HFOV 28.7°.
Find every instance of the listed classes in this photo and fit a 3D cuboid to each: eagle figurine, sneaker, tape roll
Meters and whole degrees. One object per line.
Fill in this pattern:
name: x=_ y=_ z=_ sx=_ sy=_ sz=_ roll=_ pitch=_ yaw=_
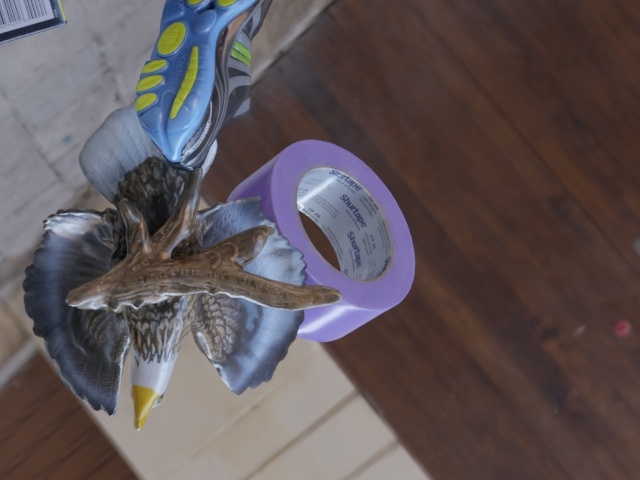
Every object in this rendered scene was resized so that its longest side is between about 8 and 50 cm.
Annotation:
eagle figurine: x=-0.128 y=0.046 z=1.017 sx=0.225 sy=0.226 sz=0.298 roll=-49 pitch=179 yaw=-10
sneaker: x=-0.078 y=-0.127 z=0.875 sx=0.078 sy=0.067 sz=0.188 roll=79 pitch=24 yaw=-51
tape roll: x=0.000 y=0.000 z=1.245 sx=0.080 sy=0.189 sz=0.189 roll=-35 pitch=179 yaw=39

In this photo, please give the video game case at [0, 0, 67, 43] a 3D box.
video game case: x=-0.481 y=-0.352 z=1.557 sx=0.275 sy=0.248 sz=0.035 roll=-21 pitch=-159 yaw=-20
